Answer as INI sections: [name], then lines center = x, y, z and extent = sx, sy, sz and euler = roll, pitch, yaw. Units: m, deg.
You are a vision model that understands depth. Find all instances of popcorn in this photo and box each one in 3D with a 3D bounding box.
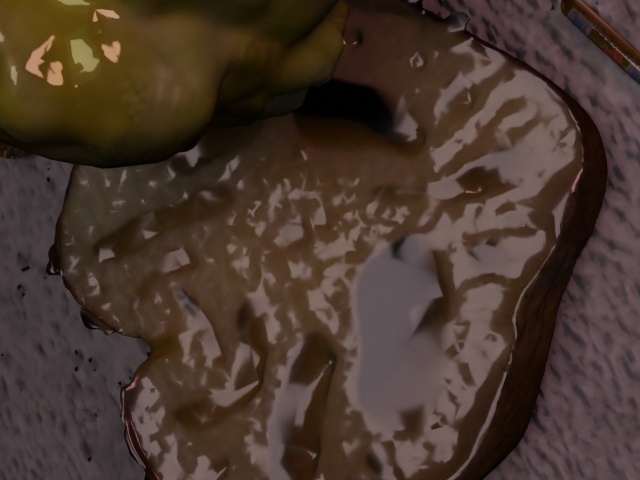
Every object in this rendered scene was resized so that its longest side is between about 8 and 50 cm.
[popcorn]
center = -0.117, -0.196, 0.616
extent = 0.312, 0.312, 0.312
euler = 1, 92, 28

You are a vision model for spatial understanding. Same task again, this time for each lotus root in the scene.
[lotus root]
center = 0.000, 0.000, 0.775
extent = 0.375, 0.111, 0.390
euler = -22, 78, 26

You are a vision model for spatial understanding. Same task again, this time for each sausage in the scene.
[sausage]
center = 0.180, -0.116, 0.722
extent = 0.100, 0.015, 0.015
euler = 47, 112, 19

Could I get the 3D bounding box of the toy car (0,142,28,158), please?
[toy car]
center = -0.243, -0.125, 0.940
extent = 0.059, 0.035, 0.122
euler = 18, 102, 31
